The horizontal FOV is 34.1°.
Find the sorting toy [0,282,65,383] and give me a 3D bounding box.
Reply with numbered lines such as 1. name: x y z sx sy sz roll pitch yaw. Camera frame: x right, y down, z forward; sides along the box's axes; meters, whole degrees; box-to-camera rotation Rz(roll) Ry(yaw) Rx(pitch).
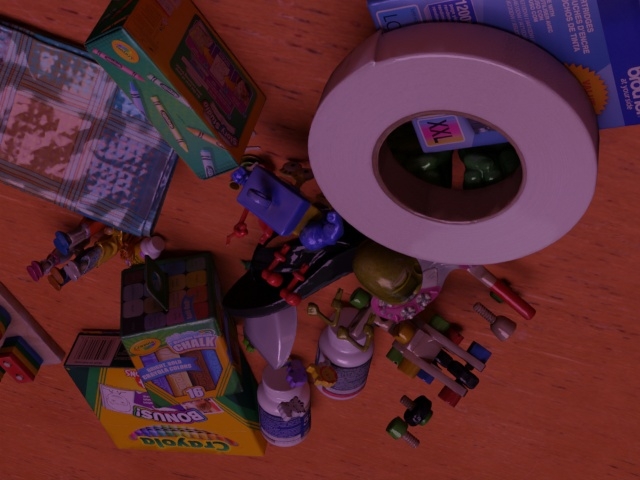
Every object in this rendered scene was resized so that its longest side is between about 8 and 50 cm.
1. sorting toy: -0.740 0.218 2.275 0.257 0.089 0.255 -9 132 27

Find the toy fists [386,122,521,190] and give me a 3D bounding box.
1. toy fists: 0.207 -0.115 1.570 0.279 0.142 0.096 0 136 17

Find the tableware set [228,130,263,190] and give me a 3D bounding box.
1. tableware set: -0.151 -0.145 1.743 0.104 0.024 0.154 0 136 18

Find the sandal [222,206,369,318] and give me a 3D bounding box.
1. sandal: 0.002 -0.002 1.759 0.446 0.167 0.107 -26 116 27

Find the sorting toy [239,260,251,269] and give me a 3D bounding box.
1. sorting toy: -0.111 0.060 1.958 0.062 0.012 0.083 -27 123 35

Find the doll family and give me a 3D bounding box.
1. doll family: -0.411 0.021 1.899 0.118 0.163 0.263 54 144 -4

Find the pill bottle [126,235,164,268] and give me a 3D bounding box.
1. pill bottle: -0.329 0.021 1.964 0.043 0.043 0.083 40 133 -23

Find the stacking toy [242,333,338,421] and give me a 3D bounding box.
1. stacking toy: -0.064 0.221 2.013 0.221 0.052 0.167 59 140 21

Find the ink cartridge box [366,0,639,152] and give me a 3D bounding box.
1. ink cartridge box: 0.294 -0.278 1.365 0.396 0.151 0.270 -8 133 23

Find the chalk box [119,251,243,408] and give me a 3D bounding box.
1. chalk box: -0.265 0.148 1.948 0.179 0.180 0.289 -11 135 2

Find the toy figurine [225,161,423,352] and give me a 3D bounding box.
1. toy figurine: -0.044 -0.008 1.582 0.362 0.191 0.217 40 -176 31

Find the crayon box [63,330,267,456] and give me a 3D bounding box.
1. crayon box: -0.319 0.333 2.248 0.363 0.106 0.313 -1 135 19

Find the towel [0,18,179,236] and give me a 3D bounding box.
1. towel: -0.408 -0.181 1.694 0.370 0.040 0.271 21 110 -4

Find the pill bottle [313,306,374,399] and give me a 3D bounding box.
1. pill bottle: 0.047 0.214 2.001 0.108 0.108 0.180 14 139 4

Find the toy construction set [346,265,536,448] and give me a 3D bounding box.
1. toy construction set: 0.183 0.142 1.824 0.237 0.257 0.309 40 114 -7

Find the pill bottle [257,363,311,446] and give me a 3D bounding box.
1. pill bottle: -0.075 0.333 2.165 0.112 0.112 0.186 9 138 9

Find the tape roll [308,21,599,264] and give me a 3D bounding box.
1. tape roll: 0.177 -0.119 1.411 0.392 0.072 0.392 9 139 8

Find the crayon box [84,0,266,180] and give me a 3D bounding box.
1. crayon box: -0.206 -0.246 1.546 0.081 0.165 0.278 -17 128 32

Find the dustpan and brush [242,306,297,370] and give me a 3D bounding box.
1. dustpan and brush: -0.075 0.113 1.923 0.060 0.147 0.211 -7 123 -31

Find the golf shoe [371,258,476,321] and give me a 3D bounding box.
1. golf shoe: 0.196 -0.001 1.725 0.306 0.140 0.115 -37 126 16
